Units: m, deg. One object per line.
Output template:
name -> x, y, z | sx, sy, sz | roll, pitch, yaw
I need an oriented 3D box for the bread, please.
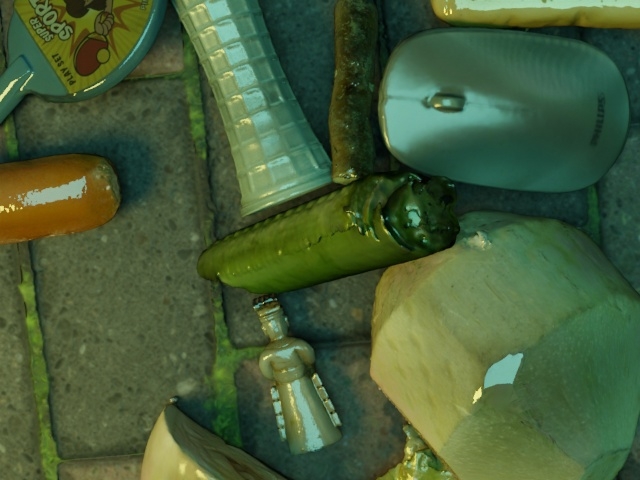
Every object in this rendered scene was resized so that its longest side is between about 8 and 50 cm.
bread -> 0.288, -0.330, 1.420 | 0.305, 0.091, 0.142 | 2, 101, 2

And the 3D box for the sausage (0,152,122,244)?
sausage -> -0.390, -0.051, 1.470 | 0.274, 0.105, 0.105 | -9, 95, 3

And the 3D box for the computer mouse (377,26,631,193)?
computer mouse -> 0.233, -0.160, 1.411 | 0.330, 0.095, 0.197 | 3, 92, -15

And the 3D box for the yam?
yam -> 0.040, -0.181, 1.412 | 0.061, 0.061, 0.253 | 1, 69, 2

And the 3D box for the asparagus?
asparagus -> 0.000, 0.000, 1.393 | 0.382, 0.128, 0.108 | -18, 86, 48

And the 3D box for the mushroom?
mushroom -> -0.146, 0.347, 1.462 | 0.236, 0.173, 0.162 | 32, 98, -1

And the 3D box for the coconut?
coconut -> 0.238, 0.144, 1.365 | 0.352, 0.352, 0.353 | 0, 95, 2

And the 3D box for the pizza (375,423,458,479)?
pizza -> 0.140, 0.367, 1.498 | 0.323, 0.089, 0.223 | -43, 95, 5

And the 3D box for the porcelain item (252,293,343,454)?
porcelain item -> -0.040, 0.170, 1.499 | 0.084, 0.054, 0.213 | -19, 95, 1

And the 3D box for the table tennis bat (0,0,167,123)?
table tennis bat -> -0.326, -0.257, 1.449 | 0.329, 0.044, 0.215 | -40, 68, 14

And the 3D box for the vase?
vase -> -0.087, -0.192, 1.431 | 0.143, 0.143, 0.299 | -21, 91, 4
